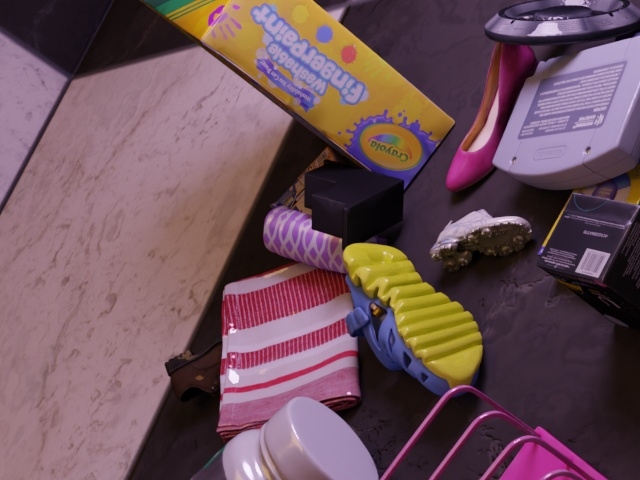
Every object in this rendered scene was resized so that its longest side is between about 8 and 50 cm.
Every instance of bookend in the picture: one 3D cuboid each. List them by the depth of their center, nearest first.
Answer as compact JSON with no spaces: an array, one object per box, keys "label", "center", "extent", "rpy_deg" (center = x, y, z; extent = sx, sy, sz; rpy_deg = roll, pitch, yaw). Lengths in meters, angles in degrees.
[{"label":"bookend","center":[0.025,-0.058,1.925],"extent":[0.156,0.157,0.072],"rpy_deg":[17,119,32]}]

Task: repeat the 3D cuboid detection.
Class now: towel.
[{"label":"towel","center":[-0.053,0.157,1.951],"extent":[0.237,0.037,0.329],"rpy_deg":[-19,42,16]}]

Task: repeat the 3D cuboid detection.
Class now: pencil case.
[{"label":"pencil case","center":[0.000,0.000,1.997],"extent":[0.206,0.088,0.086],"rpy_deg":[18,112,38]}]

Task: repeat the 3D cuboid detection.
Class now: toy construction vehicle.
[{"label":"toy construction vehicle","center":[0.095,0.072,1.904],"extent":[0.086,0.035,0.098],"rpy_deg":[-44,34,-1]}]

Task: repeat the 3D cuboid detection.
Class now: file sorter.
[{"label":"file sorter","center":[0.219,0.320,1.346],"extent":[0.202,0.182,0.290],"rpy_deg":[-54,31,1]}]

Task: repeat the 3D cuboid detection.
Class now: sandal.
[{"label":"sandal","center":[0.124,0.131,1.744],"extent":[0.317,0.126,0.138],"rpy_deg":[-128,43,-53]}]

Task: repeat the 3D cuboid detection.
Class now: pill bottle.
[{"label":"pill bottle","center":[-0.101,0.395,1.698],"extent":[0.361,0.204,0.204],"rpy_deg":[-45,32,17]}]

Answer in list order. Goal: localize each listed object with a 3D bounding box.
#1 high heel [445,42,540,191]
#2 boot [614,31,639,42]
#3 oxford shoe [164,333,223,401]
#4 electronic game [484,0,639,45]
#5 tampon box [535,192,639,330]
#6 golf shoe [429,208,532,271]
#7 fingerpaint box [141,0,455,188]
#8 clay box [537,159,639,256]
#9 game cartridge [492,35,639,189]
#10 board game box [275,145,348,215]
[{"label":"high heel","center":[0.245,-0.193,1.856],"extent":[0.244,0.117,0.082],"rpy_deg":[-50,31,9]},{"label":"boot","center":[0.451,-0.244,1.665],"extent":[0.190,0.069,0.086],"rpy_deg":[15,77,59]},{"label":"oxford shoe","center":[-0.162,0.215,2.094],"extent":[0.227,0.083,0.096],"rpy_deg":[-30,65,30]},{"label":"electronic game","center":[0.353,-0.315,1.772],"extent":[0.229,0.229,0.048],"rpy_deg":[29,130,59]},{"label":"tampon box","center":[0.361,0.033,1.440],"extent":[0.120,0.161,0.101],"rpy_deg":[17,75,59]},{"label":"golf shoe","center":[0.233,-0.019,1.763],"extent":[0.176,0.069,0.086],"rpy_deg":[-17,42,45]},{"label":"fingerpaint box","center":[-0.043,-0.306,2.046],"extent":[0.163,0.445,0.371],"rpy_deg":[-53,30,3]},{"label":"clay box","center":[0.388,-0.055,1.592],"extent":[0.127,0.053,0.222],"rpy_deg":[17,75,59]},{"label":"game cartridge","center":[0.349,-0.165,1.648],"extent":[0.297,0.062,0.198],"rpy_deg":[0,68,67]},{"label":"board game box","center":[0.002,-0.061,2.138],"extent":[0.147,0.045,0.193],"rpy_deg":[-46,32,15]}]
